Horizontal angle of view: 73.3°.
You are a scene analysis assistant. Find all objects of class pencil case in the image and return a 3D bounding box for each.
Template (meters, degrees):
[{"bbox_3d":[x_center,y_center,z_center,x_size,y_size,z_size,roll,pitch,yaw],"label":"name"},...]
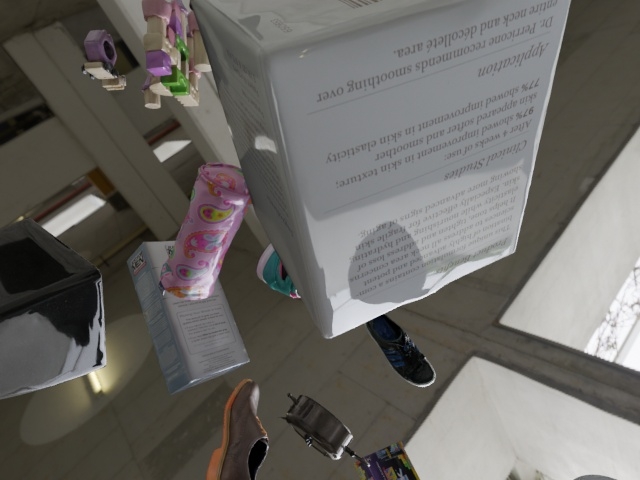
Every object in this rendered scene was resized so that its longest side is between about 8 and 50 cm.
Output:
[{"bbox_3d":[-0.227,-0.013,0.847,0.284,0.124,0.124,-59,-163,27],"label":"pencil case"}]

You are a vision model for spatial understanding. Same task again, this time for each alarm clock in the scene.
[{"bbox_3d":[0.010,0.368,0.814,0.192,0.129,0.064,29,-119,18],"label":"alarm clock"}]

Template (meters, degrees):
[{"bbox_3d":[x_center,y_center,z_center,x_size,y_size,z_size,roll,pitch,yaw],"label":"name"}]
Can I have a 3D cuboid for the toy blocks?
[{"bbox_3d":[-0.384,-0.509,1.090,0.308,0.261,0.288,-3,178,3],"label":"toy blocks"}]

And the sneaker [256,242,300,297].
[{"bbox_3d":[0.000,0.000,0.892,0.178,0.123,0.296,36,-83,39],"label":"sneaker"}]

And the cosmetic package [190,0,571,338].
[{"bbox_3d":[0.060,-0.152,0.596,0.329,0.394,0.327,-22,-137,-13],"label":"cosmetic package"}]

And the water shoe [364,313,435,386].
[{"bbox_3d":[0.172,0.240,0.954,0.073,0.080,0.203,-41,-107,-13],"label":"water shoe"}]

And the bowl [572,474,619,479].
[{"bbox_3d":[0.442,0.529,0.637,0.133,0.298,0.298,-11,-158,-20],"label":"bowl"}]

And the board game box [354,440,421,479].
[{"bbox_3d":[0.178,0.589,1.029,0.048,0.141,0.170,-51,-126,32],"label":"board game box"}]

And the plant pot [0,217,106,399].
[{"bbox_3d":[-0.433,0.107,0.596,0.187,0.188,0.167,28,-147,24],"label":"plant pot"}]

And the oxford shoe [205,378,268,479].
[{"bbox_3d":[-0.198,0.538,1.186,0.132,0.130,0.364,-10,-148,10],"label":"oxford shoe"}]

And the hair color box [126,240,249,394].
[{"bbox_3d":[-0.354,0.186,1.145,0.113,0.375,0.185,-36,161,35],"label":"hair color box"}]
